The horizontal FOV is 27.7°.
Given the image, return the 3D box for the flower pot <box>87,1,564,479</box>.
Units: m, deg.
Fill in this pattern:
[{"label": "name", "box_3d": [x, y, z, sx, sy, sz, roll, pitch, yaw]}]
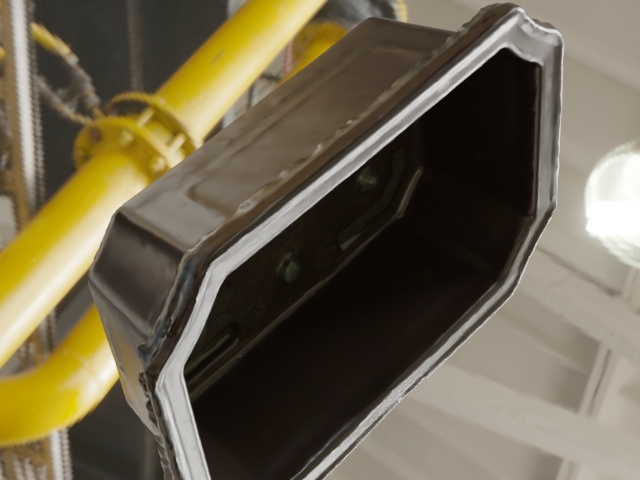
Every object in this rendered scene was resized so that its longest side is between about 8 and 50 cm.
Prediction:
[{"label": "flower pot", "box_3d": [0.000, 0.000, 0.567, 0.084, 0.251, 0.179, 31, -33, 31]}]
